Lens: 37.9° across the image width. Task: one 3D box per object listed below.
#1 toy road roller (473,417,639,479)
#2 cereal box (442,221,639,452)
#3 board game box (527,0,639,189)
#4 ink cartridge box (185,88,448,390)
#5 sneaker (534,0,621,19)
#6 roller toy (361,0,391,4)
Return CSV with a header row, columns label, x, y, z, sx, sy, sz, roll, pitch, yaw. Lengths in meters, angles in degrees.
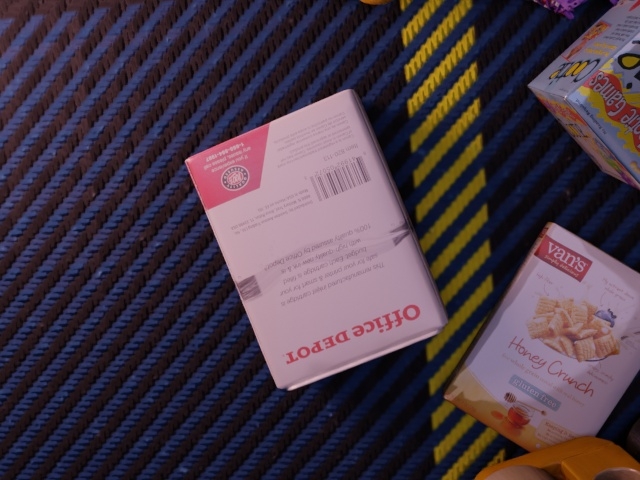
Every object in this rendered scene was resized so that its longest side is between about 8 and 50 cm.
label,x,y,z,sx,sy,sz,roll,pitch,yaw
toy road roller,0.335,0.345,0.980,0.329,0.202,0.240,-13,106,-9
cereal box,0.274,0.122,1.069,0.173,0.047,0.240,31,97,3
board game box,0.382,-0.201,0.977,0.275,0.144,0.142,-43,103,8
ink cartridge box,0.000,0.000,1.064,0.207,0.117,0.283,-22,90,8
sneaker,0.260,-0.283,1.044,0.170,0.068,0.071,0,108,12
roller toy,0.018,-0.370,1.028,0.191,0.146,0.209,9,95,7
